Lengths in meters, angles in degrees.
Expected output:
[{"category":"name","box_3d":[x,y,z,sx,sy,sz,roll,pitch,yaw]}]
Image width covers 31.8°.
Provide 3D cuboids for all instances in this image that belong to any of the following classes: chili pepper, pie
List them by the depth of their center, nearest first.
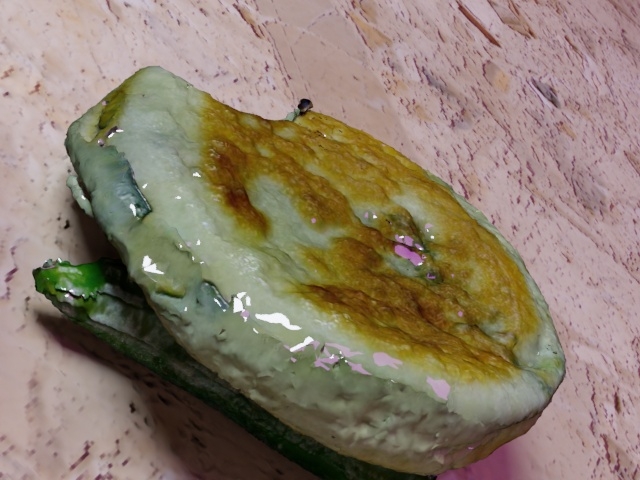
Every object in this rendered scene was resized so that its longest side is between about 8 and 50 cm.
[{"category":"chili pepper","box_3d":[-0.043,0.066,0.572,0.227,0.059,0.088,28,23,-19]},{"category":"pie","box_3d":[0.005,0.005,0.605,0.302,0.067,0.302,26,25,-13]}]
